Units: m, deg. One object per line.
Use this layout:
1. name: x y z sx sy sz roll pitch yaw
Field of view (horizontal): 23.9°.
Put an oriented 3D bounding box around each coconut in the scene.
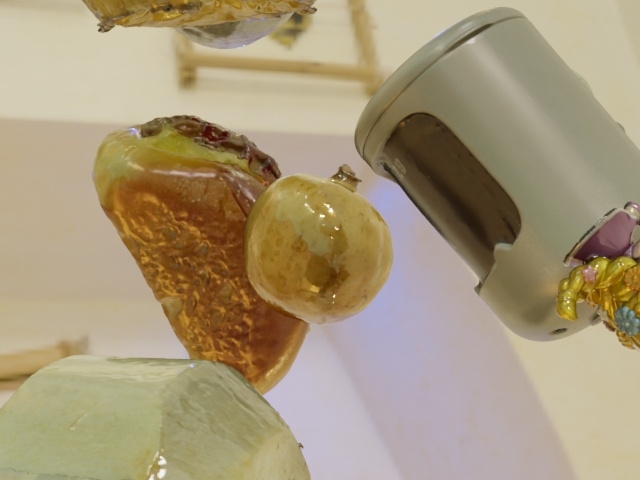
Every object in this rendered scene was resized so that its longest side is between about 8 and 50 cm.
1. coconut: -0.172 0.247 1.347 0.323 0.323 0.323 -178 -90 -73

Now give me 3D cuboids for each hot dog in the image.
1. hot dog: -0.124 0.006 2.008 0.405 0.223 0.185 61 11 -19

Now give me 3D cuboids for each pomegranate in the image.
1. pomegranate: 0.000 0.000 1.792 0.196 0.196 0.196 -178 -90 -73

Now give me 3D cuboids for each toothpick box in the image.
1. toothpick box: 0.211 -0.049 1.430 0.316 0.229 0.229 51 -31 15

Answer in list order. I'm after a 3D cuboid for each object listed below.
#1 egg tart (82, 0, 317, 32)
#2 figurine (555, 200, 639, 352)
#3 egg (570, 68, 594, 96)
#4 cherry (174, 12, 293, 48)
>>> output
1. egg tart: -0.078 -0.215 1.089 0.290 0.290 0.115 -165 -110 -73
2. figurine: 0.247 0.055 1.112 0.156 0.115 0.095 44 -29 14
3. egg: 0.341 -0.199 2.275 0.132 0.172 0.132 5 -82 35
4. cherry: -0.110 -0.369 1.912 0.296 0.218 0.255 95 18 -62
